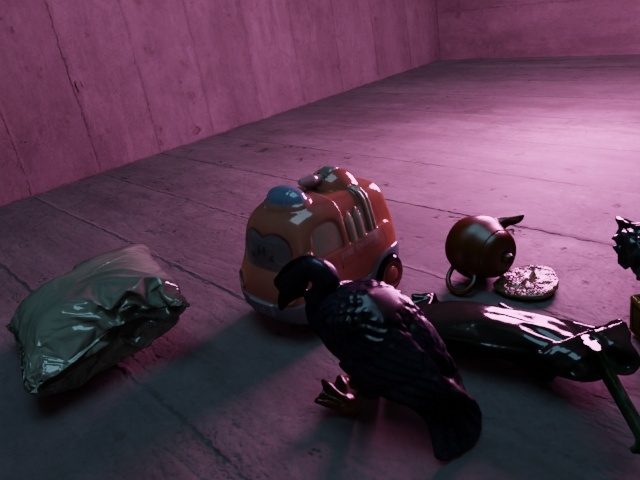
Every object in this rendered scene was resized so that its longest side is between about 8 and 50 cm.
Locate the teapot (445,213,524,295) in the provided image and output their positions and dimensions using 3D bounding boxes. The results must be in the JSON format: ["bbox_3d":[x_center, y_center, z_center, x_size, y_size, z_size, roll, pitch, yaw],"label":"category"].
[{"bbox_3d":[0.273,0.020,0.982,0.173,0.116,0.116,-53,35,-7],"label":"teapot"}]

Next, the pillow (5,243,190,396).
[{"bbox_3d":[-0.380,0.123,0.985,0.283,0.138,0.310,-29,27,-19],"label":"pillow"}]

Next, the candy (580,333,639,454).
[{"bbox_3d":[0.309,0.193,0.553,0.097,0.097,0.323,-8,32,6],"label":"candy"}]

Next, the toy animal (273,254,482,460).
[{"bbox_3d":[0.062,0.135,0.714,0.298,0.186,0.122,31,39,31],"label":"toy animal"}]

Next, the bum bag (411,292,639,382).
[{"bbox_3d":[0.245,0.130,0.787,0.326,0.080,0.142,6,21,41],"label":"bum bag"}]

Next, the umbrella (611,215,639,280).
[{"bbox_3d":[0.585,-0.001,0.786,0.348,0.094,0.143,-8,38,15],"label":"umbrella"}]

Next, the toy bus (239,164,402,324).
[{"bbox_3d":[0.000,0.000,0.992,0.287,0.232,0.194,-27,31,-37],"label":"toy bus"}]

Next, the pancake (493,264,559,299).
[{"bbox_3d":[0.337,0.067,0.958,0.108,0.017,0.108,-9,24,4],"label":"pancake"}]

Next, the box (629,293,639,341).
[{"bbox_3d":[0.524,0.109,0.726,0.219,0.064,0.141,-10,21,6],"label":"box"}]
